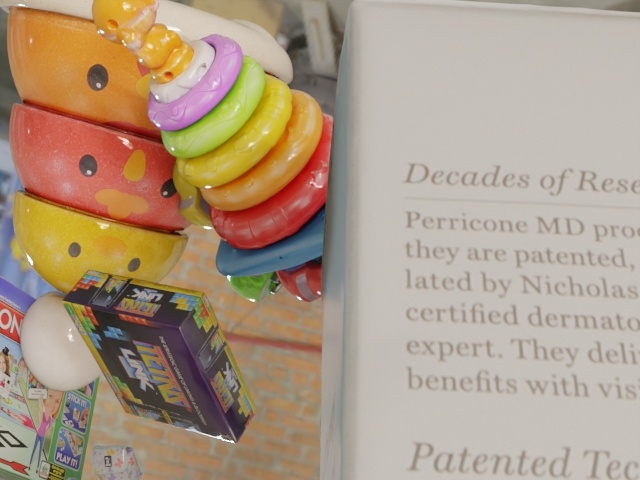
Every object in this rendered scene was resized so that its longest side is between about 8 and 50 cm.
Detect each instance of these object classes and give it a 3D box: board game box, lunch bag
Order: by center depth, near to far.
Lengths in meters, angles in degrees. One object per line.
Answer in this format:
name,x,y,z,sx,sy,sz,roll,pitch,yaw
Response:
board game box,-0.152,0.113,0.939,0.141,0.048,0.170,9,137,30
board game box,-0.380,0.174,1.193,0.046,0.213,0.317,-4,153,20
lunch bag,-0.362,0.398,1.726,0.071,0.083,0.053,-4,-153,16

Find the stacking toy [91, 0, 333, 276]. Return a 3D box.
stacking toy,-0.097,-0.120,0.896,0.175,0.166,0.302,-19,132,32

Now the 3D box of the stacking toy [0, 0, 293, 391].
stacking toy,-0.247,-0.049,1.175,0.350,0.480,0.350,13,-176,-1

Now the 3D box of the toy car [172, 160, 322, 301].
toy car,-0.075,0.022,1.102,0.239,0.053,0.225,36,160,11

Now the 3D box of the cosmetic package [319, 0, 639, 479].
cosmetic package,0.163,0.121,0.568,0.327,0.394,0.329,3,147,-1
